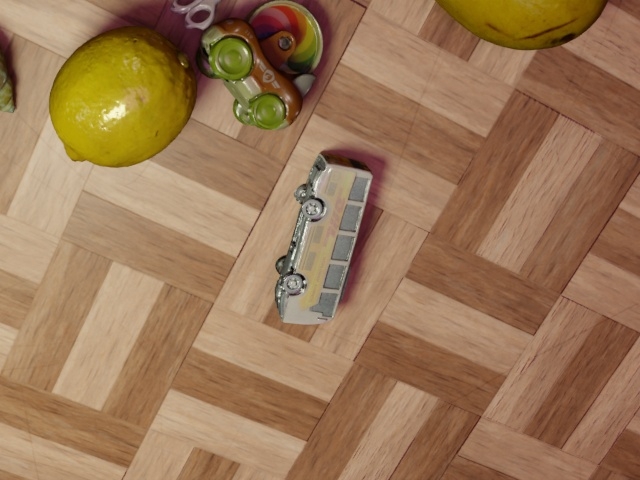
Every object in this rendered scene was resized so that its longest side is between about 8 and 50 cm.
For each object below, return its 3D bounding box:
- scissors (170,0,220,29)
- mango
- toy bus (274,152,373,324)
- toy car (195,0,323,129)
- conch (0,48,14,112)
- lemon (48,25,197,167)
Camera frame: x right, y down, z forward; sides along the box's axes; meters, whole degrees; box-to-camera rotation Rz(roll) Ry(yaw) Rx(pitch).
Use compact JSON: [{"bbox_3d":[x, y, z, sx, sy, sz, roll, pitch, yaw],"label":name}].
[{"bbox_3d":[-0.178,-0.450,1.524,0.189,0.015,0.100,-36,67,-7],"label":"scissors"},{"bbox_3d":[0.304,-0.510,1.443,0.301,0.221,0.445,-30,124,36],"label":"mango"},{"bbox_3d":[0.000,0.000,1.692,0.138,0.097,0.343,8,108,-17],"label":"toy bus"},{"bbox_3d":[-0.088,-0.328,1.545,0.235,0.145,0.235,-4,103,-20],"label":"toy car"},{"bbox_3d":[-0.610,-0.312,1.504,0.173,0.106,0.116,48,120,-1],"label":"conch"},{"bbox_3d":[-0.343,-0.249,1.484,0.263,0.236,0.236,-18,112,-3],"label":"lemon"}]
